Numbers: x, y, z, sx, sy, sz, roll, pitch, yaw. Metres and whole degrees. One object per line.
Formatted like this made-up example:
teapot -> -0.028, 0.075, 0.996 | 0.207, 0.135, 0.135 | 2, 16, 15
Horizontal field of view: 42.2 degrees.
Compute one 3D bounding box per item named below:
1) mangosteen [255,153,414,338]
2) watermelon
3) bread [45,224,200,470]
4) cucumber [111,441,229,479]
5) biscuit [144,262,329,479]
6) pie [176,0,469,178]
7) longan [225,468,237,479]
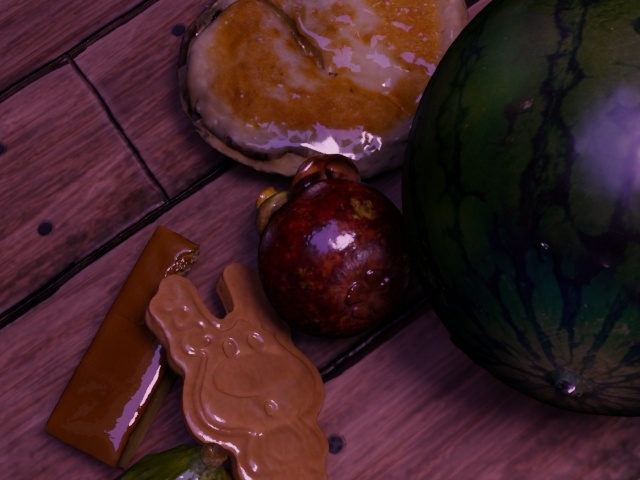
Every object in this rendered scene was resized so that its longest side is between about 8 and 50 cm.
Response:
mangosteen -> 0.010, 0.007, 0.785 | 0.145, 0.181, 0.156 | 36, 94, -22
watermelon -> 0.227, -0.043, 0.648 | 0.363, 0.363, 0.364 | -3, 67, 8
bread -> -0.174, 0.101, 0.808 | 0.088, 0.049, 0.226 | 22, 72, 17
cucumber -> -0.134, 0.244, 0.646 | 0.134, 0.134, 0.244 | 40, 112, 21
biscuit -> -0.067, 0.126, 0.750 | 0.144, 0.040, 0.236 | -13, 60, -32
pie -> 0.002, -0.211, 0.897 | 0.338, 0.077, 0.339 | -3, 64, 6
longan -> -0.089, 0.231, 0.723 | 0.083, 0.075, 0.075 | 22, 69, -20
